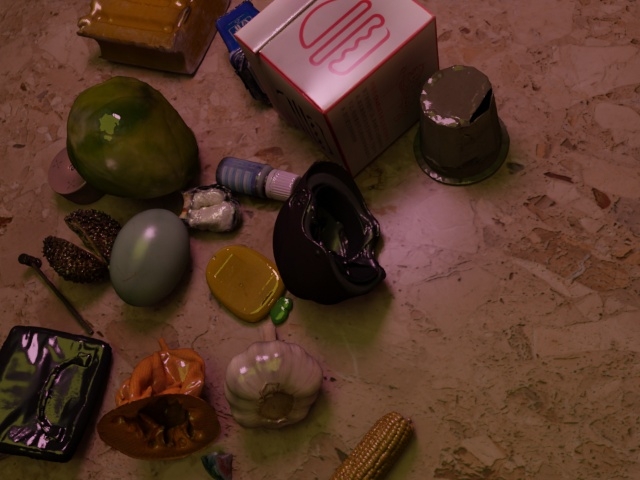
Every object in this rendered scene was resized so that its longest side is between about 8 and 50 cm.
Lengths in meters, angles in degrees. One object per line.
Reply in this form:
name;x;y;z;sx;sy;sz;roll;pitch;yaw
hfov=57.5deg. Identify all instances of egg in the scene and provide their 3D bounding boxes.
egg;-0.389;0.039;1.329;0.168;0.168;0.230;16;81;21

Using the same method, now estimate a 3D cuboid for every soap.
soap;-0.461;-0.635;1.628;0.335;0.156;0.293;14;71;21

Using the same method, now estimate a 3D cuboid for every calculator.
calculator;-0.161;0.100;1.314;0.235;0.032;0.146;33;81;23

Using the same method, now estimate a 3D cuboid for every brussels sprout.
brussels sprout;-0.454;-0.235;1.400;0.268;0.344;0.344;-43;64;7

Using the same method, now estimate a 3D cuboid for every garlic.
garlic;-0.109;0.253;1.183;0.199;0.199;0.226;-27;36;5

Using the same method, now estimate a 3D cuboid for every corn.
corn;0.087;0.421;1.089;0.080;0.080;0.238;38;85;25

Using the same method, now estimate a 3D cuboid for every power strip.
power strip;-0.634;-0.176;1.535;0.154;0.078;0.154;-6;69;16

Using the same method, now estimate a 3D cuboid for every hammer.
hammer;-0.648;0.132;1.438;0.292;0.058;0.029;41;90;21

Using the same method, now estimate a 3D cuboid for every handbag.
handbag;-0.613;0.336;1.289;0.244;0.088;0.275;10;59;2

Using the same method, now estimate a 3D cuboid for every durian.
durian;-0.551;0.022;1.392;0.196;0.167;0.196;-1;82;5

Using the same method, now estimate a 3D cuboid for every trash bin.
trash bin;-0.159;-0.483;1.484;0.163;0.184;0.234;-34;53;1

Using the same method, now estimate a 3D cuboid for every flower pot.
flower pot;0.295;-0.247;1.231;0.212;0.202;0.212;-4;71;12

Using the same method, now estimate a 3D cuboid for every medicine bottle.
medicine bottle;-0.144;-0.142;1.377;0.203;0.083;0.083;13;73;22

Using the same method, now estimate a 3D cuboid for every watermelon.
watermelon;-0.203;0.446;1.177;0.085;0.085;0.061;32;46;25

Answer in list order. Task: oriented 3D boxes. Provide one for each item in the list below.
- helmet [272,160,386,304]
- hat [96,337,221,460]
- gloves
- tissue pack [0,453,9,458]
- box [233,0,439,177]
helmet;0.000;0.000;1.220;0.177;0.225;0.305;-33;50;34
hat;-0.335;0.293;1.209;0.244;0.233;0.233;6;39;-24
gloves;-0.260;-0.077;1.388;0.153;0.070;0.114;4;84;18
tissue pack;-0.805;0.411;1.345;0.186;0.090;0.222;-24;66;2
box;0.055;-0.380;1.289;0.312;0.314;0.300;-41;66;-3
